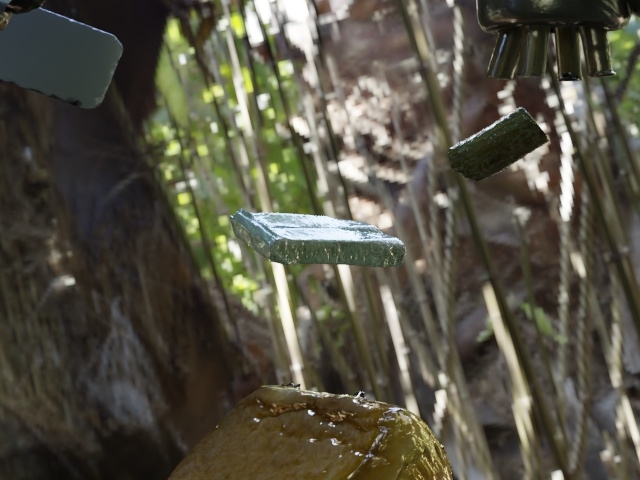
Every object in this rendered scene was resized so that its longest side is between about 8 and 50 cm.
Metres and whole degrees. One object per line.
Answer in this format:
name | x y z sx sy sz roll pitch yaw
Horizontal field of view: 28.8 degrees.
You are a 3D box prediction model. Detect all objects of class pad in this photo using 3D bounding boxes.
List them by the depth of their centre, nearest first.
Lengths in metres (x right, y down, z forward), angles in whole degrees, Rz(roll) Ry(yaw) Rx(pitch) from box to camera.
pad | -0.443 -0.210 1.788 0.250 0.323 0.055 20 -22 -10

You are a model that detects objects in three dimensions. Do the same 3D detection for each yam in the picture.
yam | 0.161 -0.086 1.123 0.094 0.043 0.043 -32 -18 28

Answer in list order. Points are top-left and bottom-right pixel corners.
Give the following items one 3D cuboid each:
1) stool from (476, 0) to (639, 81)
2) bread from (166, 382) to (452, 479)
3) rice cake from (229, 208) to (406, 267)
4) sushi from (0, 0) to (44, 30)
stool | 0.260 -0.235 1.276 0.228 0.139 0.153 3 6 31
bread | -0.054 0.293 1.166 0.328 0.148 0.337 -48 18 -25
rice cake | 0.000 0.000 1.483 0.226 0.040 0.085 4 23 -43
sushi | -0.286 -0.195 1.027 0.219 0.231 0.047 -12 -52 30
